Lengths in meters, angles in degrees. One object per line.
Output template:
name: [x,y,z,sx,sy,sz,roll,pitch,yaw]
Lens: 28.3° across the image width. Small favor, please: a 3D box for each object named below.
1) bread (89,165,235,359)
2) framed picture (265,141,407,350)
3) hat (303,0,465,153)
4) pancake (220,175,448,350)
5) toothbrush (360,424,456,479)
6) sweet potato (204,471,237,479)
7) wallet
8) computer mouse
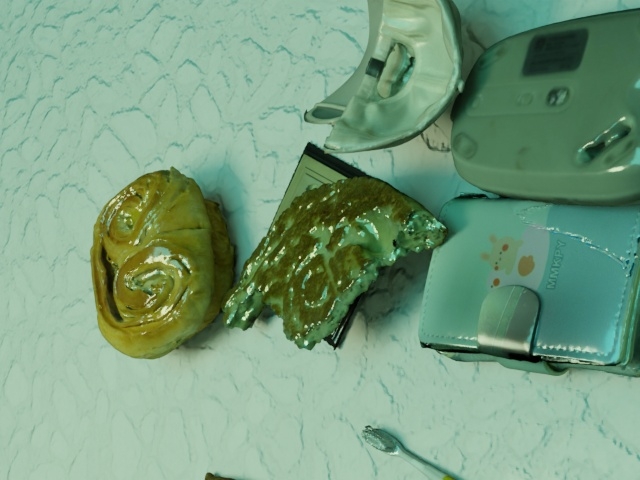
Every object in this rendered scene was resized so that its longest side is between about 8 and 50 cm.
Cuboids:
bread: [-0.207,0.033,1.615,0.198,0.120,0.236,-30,58,34]
framed picture: [0.000,0.000,1.497,0.195,0.010,0.199,32,101,45]
hat: [0.082,-0.187,1.401,0.164,0.226,0.219,23,96,5]
pancake: [0.005,0.033,1.405,0.376,0.054,0.197,-20,52,53]
toothbrush: [0.140,0.251,1.272,0.288,0.024,0.021,26,94,46]
sweet potato: [-0.080,0.318,1.452,0.226,0.068,0.068,26,97,64]
wallet: [0.213,0.040,1.228,0.250,0.075,0.176,3,77,46]
computer mouse: [0.258,-0.124,1.222,0.331,0.095,0.197,9,74,56]
